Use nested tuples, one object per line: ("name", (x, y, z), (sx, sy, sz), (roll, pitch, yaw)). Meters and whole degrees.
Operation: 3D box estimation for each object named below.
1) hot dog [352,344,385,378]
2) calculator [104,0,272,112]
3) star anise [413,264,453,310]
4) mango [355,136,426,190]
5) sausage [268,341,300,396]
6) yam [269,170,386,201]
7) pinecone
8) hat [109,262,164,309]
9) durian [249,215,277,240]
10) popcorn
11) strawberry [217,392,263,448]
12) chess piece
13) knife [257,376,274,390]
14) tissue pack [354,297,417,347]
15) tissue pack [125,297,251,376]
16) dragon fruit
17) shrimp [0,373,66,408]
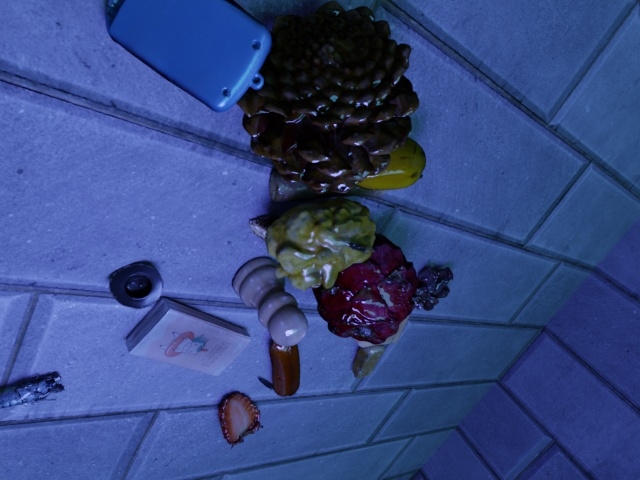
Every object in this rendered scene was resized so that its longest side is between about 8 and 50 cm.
("hot dog", (0.183, 0.467, 1.846), (0.084, 0.073, 0.242), (-14, 144, -24))
("calculator", (-0.216, -0.344, 0.769), (0.293, 0.051, 0.172), (35, 98, -2))
("star anise", (0.428, 0.192, 1.781), (0.214, 0.098, 0.220), (-45, 139, 20))
("mango", (0.142, -0.205, 1.190), (0.262, 0.167, 0.129), (-7, 143, -18))
("sausage", (-0.117, 0.426, 1.589), (0.102, 0.102, 0.330), (-20, 135, -21))
("yam", (0.031, -0.143, 1.224), (0.357, 0.081, 0.081), (-4, 127, -30))
("pinecone", (0.012, -0.254, 0.957), (0.385, 0.384, 0.384), (-19, 134, -21))
("hat", (-0.441, 0.109, 1.114), (0.121, 0.050, 0.121), (3, 82, -21))
("durian", (-0.135, -0.031, 1.241), (0.066, 0.052, 0.130), (-14, 145, 31))
("popcorn", (0.000, 0.000, 1.169), (0.287, 0.215, 0.252), (-6, 143, -26))
("strawberry", (-0.297, 0.613, 1.647), (0.167, 0.087, 0.207), (-26, 113, -44))
("chess piece", (-0.125, 0.177, 1.251), (0.143, 0.261, 0.142), (-22, 137, -21))
("knife", (-0.188, 0.527, 1.691), (0.023, 0.010, 0.170), (-42, 137, -7))
("tissue pack", (0.235, 0.291, 1.721), (0.187, 0.090, 0.222), (2, 125, -28))
("tissue pack", (-0.361, 0.284, 1.312), (0.170, 0.071, 0.325), (-47, 137, 5))
("dragon fruit", (0.128, 0.140, 1.364), (0.330, 0.329, 0.328), (-19, 134, -21))
("shrimp", (-0.721, 0.382, 1.133), (0.174, 0.076, 0.082), (-10, 113, -31))
